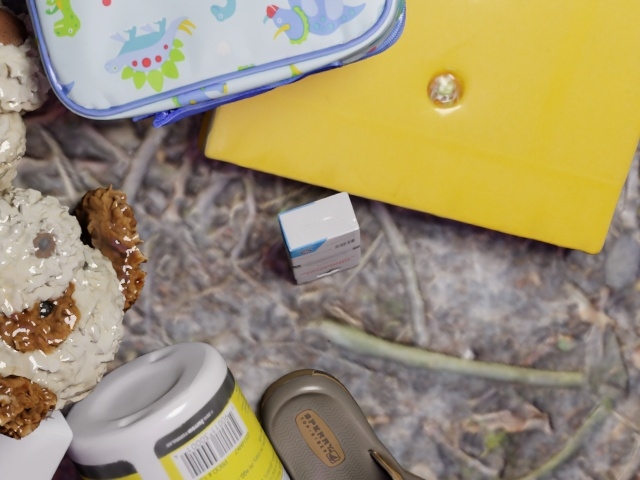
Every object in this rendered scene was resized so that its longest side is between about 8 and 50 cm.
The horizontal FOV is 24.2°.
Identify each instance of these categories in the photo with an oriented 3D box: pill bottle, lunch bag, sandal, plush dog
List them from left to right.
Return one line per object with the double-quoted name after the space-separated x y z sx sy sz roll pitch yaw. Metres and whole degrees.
-0.220 0.016 0.895 0.225 0.262 0.210 40 130 -9 "plush dog"
-0.075 0.183 1.002 0.119 0.119 0.208 -27 109 -1 "pill bottle"
-0.065 -0.165 0.874 0.219 0.090 0.176 -15 92 12 "lunch bag"
0.038 0.183 1.052 0.090 0.060 0.219 -34 109 2 "sandal"

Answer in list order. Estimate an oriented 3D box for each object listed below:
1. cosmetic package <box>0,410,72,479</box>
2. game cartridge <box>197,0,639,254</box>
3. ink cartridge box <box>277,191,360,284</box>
-0.266 0.186 0.961 0.117 0.085 0.231 17 109 -39 "cosmetic package"
0.098 -0.175 0.964 0.285 0.053 0.324 14 101 -14 "game cartridge"
0.000 0.000 0.993 0.048 0.083 0.028 -18 73 -4 "ink cartridge box"
